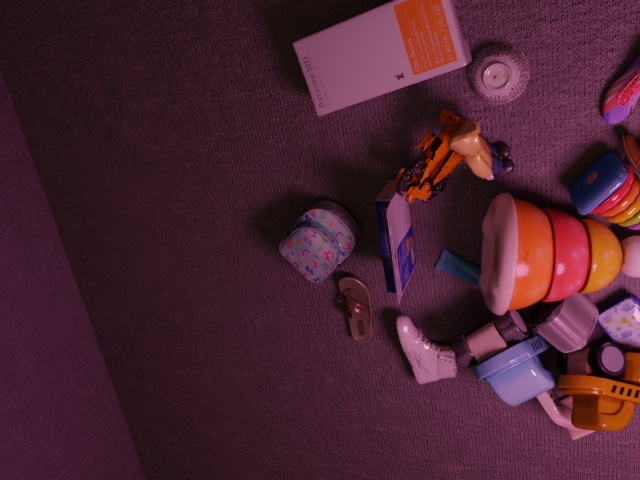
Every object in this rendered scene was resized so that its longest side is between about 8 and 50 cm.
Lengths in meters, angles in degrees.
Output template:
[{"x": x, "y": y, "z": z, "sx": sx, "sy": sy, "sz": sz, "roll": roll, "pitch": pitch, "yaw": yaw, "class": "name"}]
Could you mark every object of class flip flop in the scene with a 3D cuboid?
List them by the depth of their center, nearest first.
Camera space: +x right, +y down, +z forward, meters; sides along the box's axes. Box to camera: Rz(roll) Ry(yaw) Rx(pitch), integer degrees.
[{"x": 0.126, "y": 0.254, "z": 1.963, "sx": 0.112, "sy": 0.080, "sz": 0.277, "roll": -2, "pitch": 111, "yaw": 22, "class": "flip flop"}]

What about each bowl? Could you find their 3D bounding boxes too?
[{"x": 0.493, "y": -0.458, "z": 1.528, "sx": 0.169, "sy": 0.080, "sz": 0.170, "roll": 8, "pitch": 115, "yaw": 18, "class": "bowl"}]

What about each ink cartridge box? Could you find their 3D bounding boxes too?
[{"x": 0.226, "y": -0.003, "z": 1.689, "sx": 0.072, "sy": 0.307, "sz": 0.304, "roll": -1, "pitch": 111, "yaw": 23, "class": "ink cartridge box"}]

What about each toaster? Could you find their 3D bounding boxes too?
[{"x": 0.731, "y": 0.232, "z": 1.647, "sx": 0.146, "sy": 0.227, "sz": 0.129, "roll": 42, "pitch": 145, "yaw": -2, "class": "toaster"}]

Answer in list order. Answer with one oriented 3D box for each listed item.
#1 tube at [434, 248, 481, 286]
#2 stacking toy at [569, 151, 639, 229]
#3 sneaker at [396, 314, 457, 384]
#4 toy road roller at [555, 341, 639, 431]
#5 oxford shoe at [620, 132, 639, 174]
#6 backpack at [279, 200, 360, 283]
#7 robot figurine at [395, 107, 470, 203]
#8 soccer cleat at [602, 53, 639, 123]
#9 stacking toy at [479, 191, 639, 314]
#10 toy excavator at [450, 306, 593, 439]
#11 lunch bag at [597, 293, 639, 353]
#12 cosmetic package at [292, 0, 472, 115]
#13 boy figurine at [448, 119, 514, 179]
[{"x": 0.482, "y": 0.104, "z": 1.787, "sx": 0.207, "sy": 0.052, "sz": 0.080, "roll": 26, "pitch": 113, "yaw": 15, "class": "tube"}, {"x": 0.861, "y": -0.089, "z": 1.514, "sx": 0.301, "sy": 0.175, "sz": 0.166, "roll": 34, "pitch": 123, "yaw": -8, "class": "stacking toy"}, {"x": 0.380, "y": 0.365, "z": 1.906, "sx": 0.169, "sy": 0.108, "sz": 0.293, "roll": -16, "pitch": 115, "yaw": 24, "class": "sneaker"}, {"x": 0.861, "y": 0.445, "z": 1.605, "sx": 0.329, "sy": 0.241, "sz": 0.202, "roll": 15, "pitch": 163, "yaw": -9, "class": "toy road roller"}, {"x": 0.861, "y": -0.202, "z": 1.436, "sx": 0.076, "sy": 0.076, "sz": 0.213, "roll": -38, "pitch": 60, "yaw": 37, "class": "oxford shoe"}, {"x": 0.000, "y": 0.000, "z": 1.855, "sx": 0.225, "sy": 0.191, "sz": 0.253, "roll": 45, "pitch": 114, "yaw": 0, "class": "backpack"}, {"x": 0.336, "y": -0.237, "z": 1.627, "sx": 0.291, "sy": 0.211, "sz": 0.085, "roll": -55, "pitch": 51, "yaw": 21, "class": "robot figurine"}, {"x": 0.818, "y": -0.412, "z": 1.413, "sx": 0.083, "sy": 0.095, "sz": 0.248, "roll": 32, "pitch": 119, "yaw": 6, "class": "soccer cleat"}, {"x": 0.709, "y": 0.051, "z": 1.545, "sx": 0.478, "sy": 0.351, "sz": 0.351, "roll": 4, "pitch": 113, "yaw": 8, "class": "stacking toy"}, {"x": 0.667, "y": 0.445, "z": 1.735, "sx": 0.222, "sy": 0.432, "sz": 0.446, "roll": -37, "pitch": 67, "yaw": 29, "class": "toy excavator"}, {"x": 0.924, "y": 0.244, "z": 1.645, "sx": 0.151, "sy": 0.096, "sz": 0.129, "roll": 41, "pitch": 120, "yaw": -10, "class": "lunch bag"}, {"x": 0.177, "y": -0.541, "z": 1.569, "sx": 0.452, "sy": 0.161, "sz": 0.230, "roll": -14, "pitch": 106, "yaw": 26, "class": "cosmetic package"}, {"x": 0.440, "y": -0.260, "z": 1.518, "sx": 0.092, "sy": 0.285, "sz": 0.178, "roll": -18, "pitch": 69, "yaw": 34, "class": "boy figurine"}]
